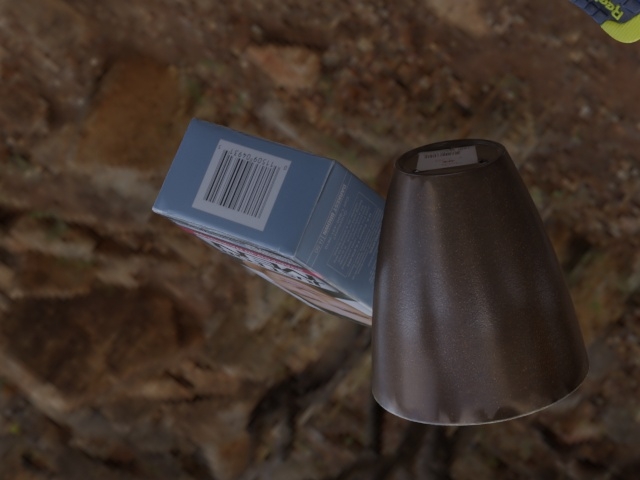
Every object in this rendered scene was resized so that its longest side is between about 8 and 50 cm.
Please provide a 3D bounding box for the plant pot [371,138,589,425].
[{"bbox_3d":[0.139,0.027,1.527,0.215,0.215,0.230,-149,45,-62],"label":"plant pot"}]

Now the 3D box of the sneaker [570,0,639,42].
[{"bbox_3d":[0.268,-0.245,1.533,0.144,0.053,0.059,51,-152,15],"label":"sneaker"}]

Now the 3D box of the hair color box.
[{"bbox_3d":[0.000,0.000,1.739,0.185,0.113,0.374,19,172,31],"label":"hair color box"}]
